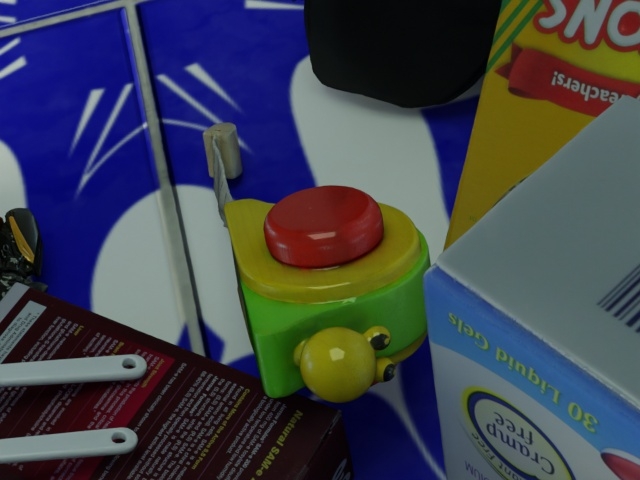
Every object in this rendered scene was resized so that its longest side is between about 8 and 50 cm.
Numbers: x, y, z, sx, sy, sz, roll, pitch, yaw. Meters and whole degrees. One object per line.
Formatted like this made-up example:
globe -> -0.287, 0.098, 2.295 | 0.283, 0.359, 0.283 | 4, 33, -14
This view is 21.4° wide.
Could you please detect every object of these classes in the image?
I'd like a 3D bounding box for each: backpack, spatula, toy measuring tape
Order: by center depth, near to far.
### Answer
spatula -> -0.210, 0.124, 0.930 | 0.242, 0.019, 0.168 | -2, 41, -12
toy measuring tape -> 0.000, 0.000, 1.041 | 0.121, 0.121, 0.330 | -16, 28, -2
backpack -> 0.147, -0.295, 1.193 | 0.273, 0.290, 0.356 | 15, 48, 11

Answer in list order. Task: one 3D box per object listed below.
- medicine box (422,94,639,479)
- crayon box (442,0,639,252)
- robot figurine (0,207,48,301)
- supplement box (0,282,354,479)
medicine box -> 0.199, 0.125, 0.809 | 0.149, 0.289, 0.263 | -39, 55, -23
crayon box -> 0.193, -0.054, 0.985 | 0.202, 0.081, 0.319 | 13, 92, 22
robot figurine -> -0.304, 0.056, 1.090 | 0.211, 0.085, 0.291 | 11, 53, 18
supplement box -> -0.115, 0.127, 1.007 | 0.239, 0.073, 0.130 | 20, 56, 25
